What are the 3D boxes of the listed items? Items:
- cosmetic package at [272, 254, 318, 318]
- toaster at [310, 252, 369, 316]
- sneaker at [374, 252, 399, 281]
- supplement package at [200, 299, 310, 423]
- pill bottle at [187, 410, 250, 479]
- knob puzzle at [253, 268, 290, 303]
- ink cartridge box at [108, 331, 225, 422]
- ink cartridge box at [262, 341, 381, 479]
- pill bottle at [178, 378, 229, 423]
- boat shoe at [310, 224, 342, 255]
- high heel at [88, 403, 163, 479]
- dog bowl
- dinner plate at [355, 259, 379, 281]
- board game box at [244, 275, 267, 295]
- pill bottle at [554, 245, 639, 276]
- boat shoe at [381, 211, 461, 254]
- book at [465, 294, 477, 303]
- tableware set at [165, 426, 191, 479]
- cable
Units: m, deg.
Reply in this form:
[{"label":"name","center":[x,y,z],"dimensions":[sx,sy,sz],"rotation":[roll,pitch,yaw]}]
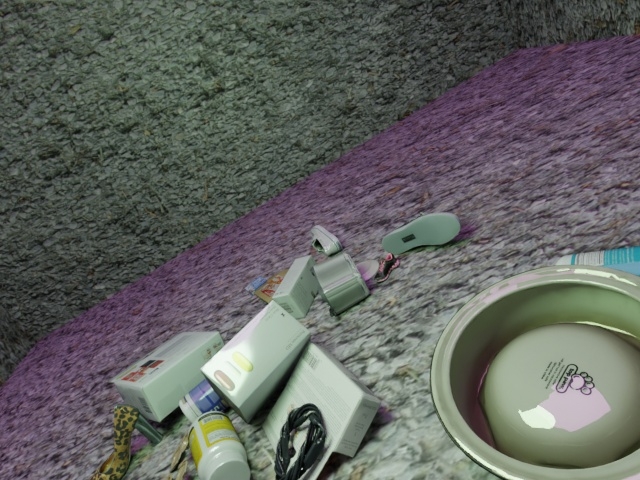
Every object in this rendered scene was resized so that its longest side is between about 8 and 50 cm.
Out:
[{"label":"cosmetic package","center":[-0.075,0.169,1.572],"dimensions":[0.086,0.117,0.231],"rotation":[-16,29,33]},{"label":"toaster","center":[0.066,0.142,1.423],"dimensions":[0.147,0.129,0.227],"rotation":[-29,30,2]},{"label":"sneaker","center":[0.214,0.089,1.442],"dimensions":[0.119,0.057,0.047],"rotation":[-45,28,-27]},{"label":"supplement package","center":[-0.165,0.334,1.176],"dimensions":[0.145,0.204,0.262],"rotation":[36,63,20]},{"label":"pill bottle","center":[-0.250,0.524,1.053],"dimensions":[0.119,0.119,0.209],"rotation":[-38,23,-15]},{"label":"knob puzzle","center":[-0.168,0.183,1.774],"dimensions":[0.213,0.030,0.213],"rotation":[-27,22,12]},{"label":"ink cartridge box","center":[-0.508,0.444,1.456],"dimensions":[0.272,0.129,0.309],"rotation":[-10,17,42]},{"label":"ink cartridge box","center":[-0.012,0.421,1.033],"dimensions":[0.261,0.066,0.296],"rotation":[-61,26,-3]},{"label":"pill bottle","center":[-0.314,0.459,1.280],"dimensions":[0.187,0.112,0.112],"rotation":[-40,23,-17]},{"label":"boat shoe","center":[0.000,0.000,1.853],"dimensions":[0.084,0.095,0.258],"rotation":[-33,21,-13]},{"label":"high heel","center":[-0.633,0.612,1.272],"dimensions":[0.261,0.186,0.093],"rotation":[-38,24,-16]},{"label":"dog bowl","center":[0.403,0.237,0.715],"dimensions":[0.408,0.150,0.407],"rotation":[-28,28,17]},{"label":"dinner plate","center":[0.144,0.110,1.542],"dimensions":[0.141,0.017,0.141],"rotation":[-27,21,11]},{"label":"board game box","center":[-0.284,0.200,1.902],"dimensions":[0.090,0.020,0.090],"rotation":[-39,22,-17]},{"label":"pill bottle","center":[0.575,0.092,0.853],"dimensions":[0.264,0.146,0.146],"rotation":[-13,29,40]},{"label":"boat shoe","center":[0.350,-0.035,1.459],"dimensions":[0.306,0.113,0.105],"rotation":[-30,10,48]},{"label":"book","center":[0.414,0.179,1.035],"dimensions":[0.096,0.035,0.144],"rotation":[-29,23,17]},{"label":"tableware set","center":[-0.380,0.594,1.137],"dimensions":[0.141,0.020,0.168],"rotation":[-54,19,21]},{"label":"cable","center":[-0.059,0.455,0.951],"dimensions":[0.184,0.047,0.151],"rotation":[-60,26,-2]}]
